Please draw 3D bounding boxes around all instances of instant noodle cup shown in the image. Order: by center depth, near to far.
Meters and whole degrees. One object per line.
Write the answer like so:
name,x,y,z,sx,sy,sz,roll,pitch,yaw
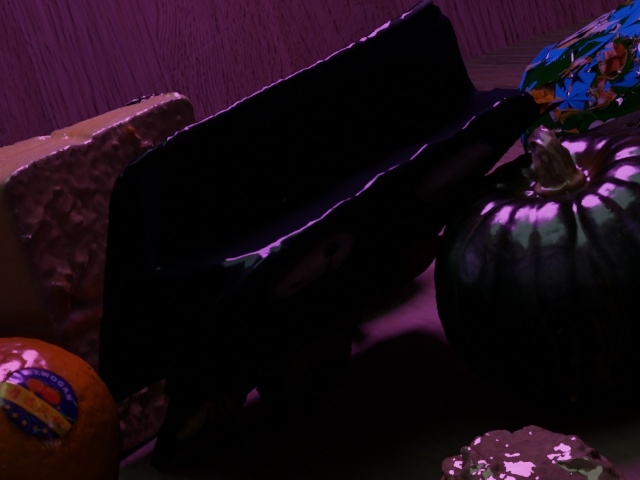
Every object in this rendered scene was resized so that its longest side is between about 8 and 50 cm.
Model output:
instant noodle cup,0.305,-0.120,1.237,0.178,0.240,0.240,-18,8,46

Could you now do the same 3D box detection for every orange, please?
orange,-0.211,0.148,0.872,0.177,0.155,0.177,-54,8,11

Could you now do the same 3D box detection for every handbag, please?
handbag,-0.011,0.010,0.987,0.303,0.122,0.329,-33,-21,-31

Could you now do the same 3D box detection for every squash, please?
squash,0.180,0.015,0.901,0.218,0.172,0.218,-9,44,9

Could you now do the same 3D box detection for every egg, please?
egg,0.098,0.142,0.590,0.118,0.116,0.140,17,8,-3

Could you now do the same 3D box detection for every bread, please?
bread,-0.188,0.024,1.151,0.198,0.263,0.236,3,26,46

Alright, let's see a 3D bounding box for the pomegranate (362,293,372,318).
pomegranate,0.001,-0.001,1.258,0.187,0.187,0.225,-15,42,11
